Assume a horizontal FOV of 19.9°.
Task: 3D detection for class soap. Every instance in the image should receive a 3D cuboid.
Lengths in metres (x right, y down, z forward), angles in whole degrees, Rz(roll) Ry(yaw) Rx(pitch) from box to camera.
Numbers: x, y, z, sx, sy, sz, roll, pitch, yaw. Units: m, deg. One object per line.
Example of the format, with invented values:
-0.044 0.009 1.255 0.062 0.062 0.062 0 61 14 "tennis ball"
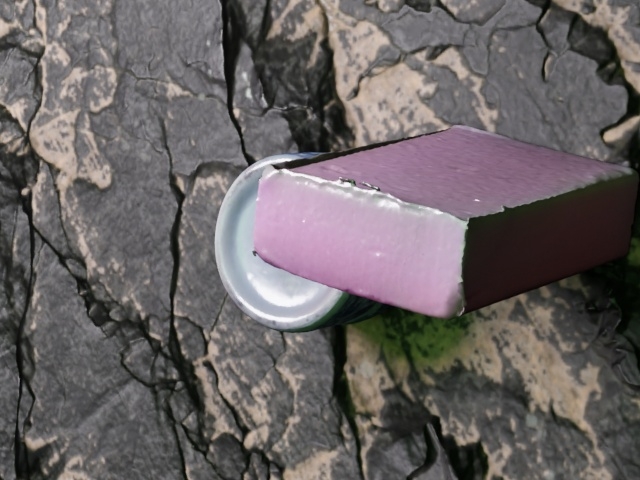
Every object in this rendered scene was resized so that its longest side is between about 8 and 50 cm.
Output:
0.098 -0.020 1.348 0.181 0.259 0.081 17 108 32 "soap"

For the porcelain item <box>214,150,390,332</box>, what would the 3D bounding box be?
0.000 0.000 1.502 0.147 0.114 0.147 2 94 33 "porcelain item"
